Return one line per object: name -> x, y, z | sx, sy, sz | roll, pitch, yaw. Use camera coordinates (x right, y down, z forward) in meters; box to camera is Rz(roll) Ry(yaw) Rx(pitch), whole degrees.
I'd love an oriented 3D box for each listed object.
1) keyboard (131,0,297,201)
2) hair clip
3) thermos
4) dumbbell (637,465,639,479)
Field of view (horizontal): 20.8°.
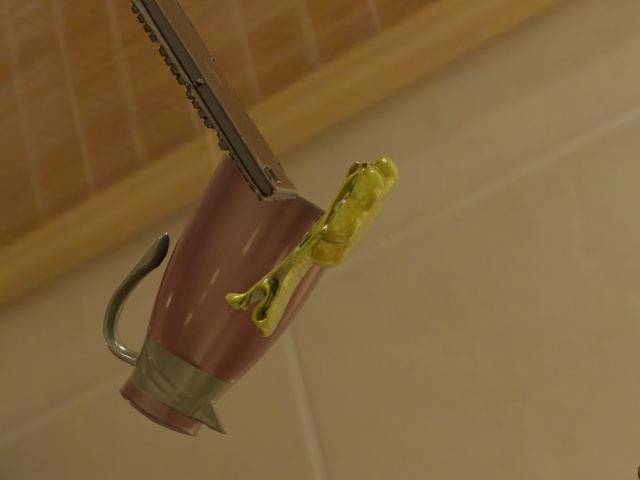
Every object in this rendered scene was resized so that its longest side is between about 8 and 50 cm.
keyboard -> -0.095, -0.129, 1.474 | 0.025, 0.230, 0.093 | -35, -9, 15
hair clip -> 0.000, 0.000, 1.369 | 0.173, 0.046, 0.072 | -45, -12, -9
thermos -> -0.107, 0.056, 1.713 | 0.265, 0.176, 0.146 | -58, -23, 1
dumbbell -> 0.308, 0.257, 1.559 | 0.046, 0.118, 0.052 | -4, -10, 40
